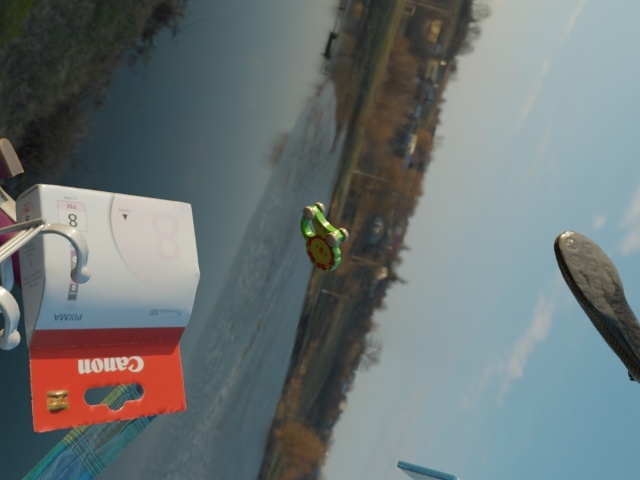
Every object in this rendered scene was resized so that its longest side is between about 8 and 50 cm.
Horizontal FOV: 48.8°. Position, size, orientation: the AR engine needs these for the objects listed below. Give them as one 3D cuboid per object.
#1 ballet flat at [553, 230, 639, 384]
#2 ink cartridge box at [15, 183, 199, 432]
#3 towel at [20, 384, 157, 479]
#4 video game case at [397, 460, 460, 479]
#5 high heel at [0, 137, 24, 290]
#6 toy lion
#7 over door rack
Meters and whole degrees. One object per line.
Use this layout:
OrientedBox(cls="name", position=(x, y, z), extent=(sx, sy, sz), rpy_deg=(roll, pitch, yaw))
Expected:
OrientedBox(cls="ballet flat", position=(0.388, 0.099, 0.949), extent=(0.084, 0.249, 0.058), rpy_deg=(-33, 175, -28))
OrientedBox(cls="ink cartridge box", position=(-0.209, 0.066, 0.736), extent=(0.189, 0.066, 0.232), rpy_deg=(6, 66, -50))
OrientedBox(cls="towel", position=(-0.504, 0.461, 1.598), extent=(0.370, 0.040, 0.271), rpy_deg=(-45, 160, -26))
OrientedBox(cls="video game case", position=(0.231, 0.465, 1.341), extent=(0.166, 0.119, 0.015), rpy_deg=(48, 56, -43))
OrientedBox(cls="high heel", position=(-0.643, -0.004, 1.394), extent=(0.127, 0.181, 0.377), rpy_deg=(-88, 162, -84))
OrientedBox(cls="toy lion", position=(0.000, 0.000, 1.202), extent=(0.034, 0.100, 0.096), rpy_deg=(-25, 156, -40))
OrientedBox(cls="over door rack", position=(-0.393, 0.073, 0.604), extent=(0.239, 0.324, 0.108), rpy_deg=(-61, 148, -60))
